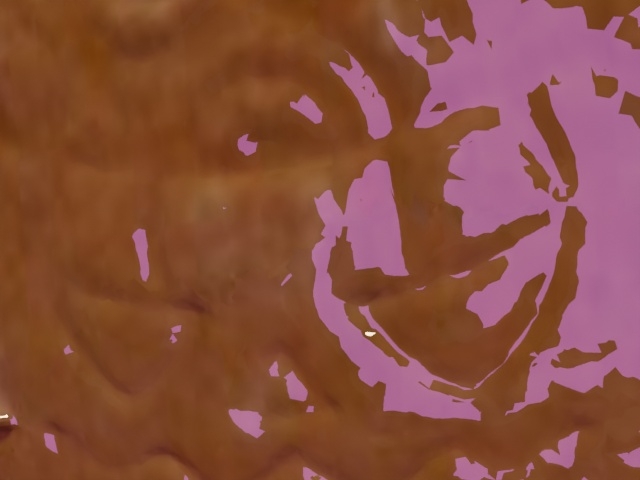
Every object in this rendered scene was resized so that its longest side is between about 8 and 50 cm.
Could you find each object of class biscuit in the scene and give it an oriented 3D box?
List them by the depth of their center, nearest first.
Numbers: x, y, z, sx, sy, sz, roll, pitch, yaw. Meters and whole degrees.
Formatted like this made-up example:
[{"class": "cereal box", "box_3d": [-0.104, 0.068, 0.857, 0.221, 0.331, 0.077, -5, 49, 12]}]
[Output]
[{"class": "biscuit", "box_3d": [-0.001, 0.000, 0.425, 0.385, 0.062, 0.365, -10, 88, 24]}]
